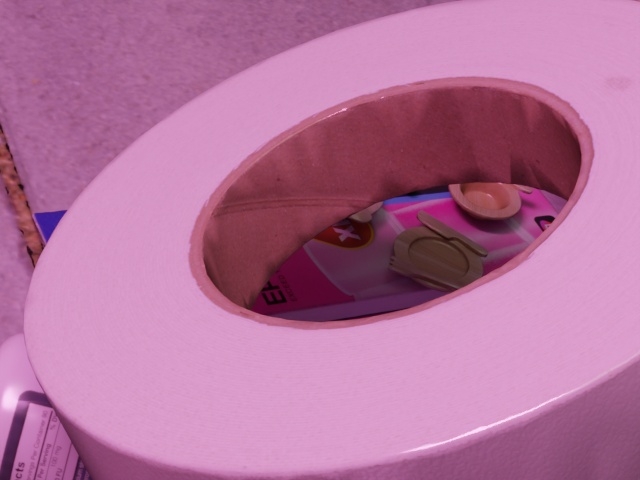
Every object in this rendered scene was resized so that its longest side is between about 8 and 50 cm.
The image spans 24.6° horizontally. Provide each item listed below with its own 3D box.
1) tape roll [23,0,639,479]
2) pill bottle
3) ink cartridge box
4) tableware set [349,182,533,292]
[{"bbox_3d":[0.044,0.000,0.740,0.392,0.072,0.392,-14,33,10],"label":"tape roll"},{"bbox_3d":[-0.145,0.111,0.828,0.180,0.108,0.108,15,40,-6],"label":"pill bottle"},{"bbox_3d":[0.000,0.000,1.050,0.371,0.069,0.176,-10,48,-27],"label":"ink cartridge box"},{"bbox_3d":[0.070,-0.031,1.046,0.141,0.020,0.168,29,41,12],"label":"tableware set"}]
